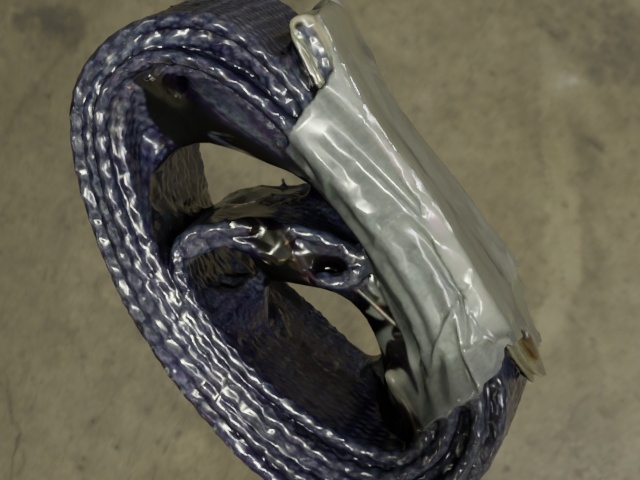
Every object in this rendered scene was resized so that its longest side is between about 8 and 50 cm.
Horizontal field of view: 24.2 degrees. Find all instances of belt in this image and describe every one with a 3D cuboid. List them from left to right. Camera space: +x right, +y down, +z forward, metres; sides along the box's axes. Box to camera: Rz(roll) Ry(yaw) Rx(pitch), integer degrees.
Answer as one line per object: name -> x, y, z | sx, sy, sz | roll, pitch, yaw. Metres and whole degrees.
belt -> 0.000, 0.000, 0.632 | 0.230, 0.139, 0.126 | 55, 19, -2
